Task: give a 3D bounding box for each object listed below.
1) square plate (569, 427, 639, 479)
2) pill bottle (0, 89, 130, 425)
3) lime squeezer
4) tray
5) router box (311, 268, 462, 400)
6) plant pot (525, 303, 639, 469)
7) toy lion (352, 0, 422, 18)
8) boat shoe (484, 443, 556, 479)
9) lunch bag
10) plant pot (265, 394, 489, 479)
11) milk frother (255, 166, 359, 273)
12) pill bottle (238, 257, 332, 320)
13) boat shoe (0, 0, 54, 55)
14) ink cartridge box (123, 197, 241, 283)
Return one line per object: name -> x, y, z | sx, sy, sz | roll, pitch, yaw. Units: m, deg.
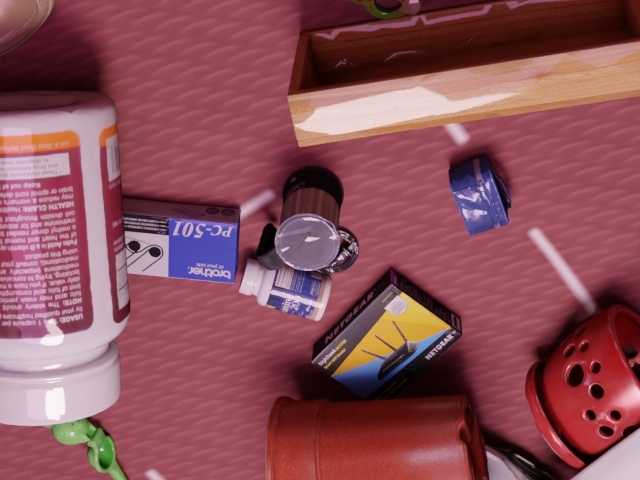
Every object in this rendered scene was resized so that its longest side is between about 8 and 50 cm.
square plate -> 0.513, 0.344, 1.721 | 0.344, 0.049, 0.347 | 13, 138, -26
pill bottle -> -0.358, 0.017, 1.581 | 0.224, 0.224, 0.392 | 0, 104, 4
lime squeezer -> -0.366, 0.321, 1.901 | 0.310, 0.059, 0.110 | 40, 114, -18
tray -> 0.175, -0.211, 1.476 | 0.410, 0.203, 0.076 | -9, 120, 9
router box -> 0.093, 0.143, 1.774 | 0.133, 0.046, 0.179 | 35, 117, -16
plant pot -> 0.387, 0.207, 1.713 | 0.174, 0.191, 0.191 | -34, 112, 27
toy lion -> 0.066, -0.315, 1.525 | 0.096, 0.034, 0.100 | -13, 119, 19
boat shoe -> 0.277, 0.351, 1.868 | 0.219, 0.070, 0.078 | 36, 121, -18
lunch bag -> 0.214, -0.057, 1.639 | 0.065, 0.067, 0.098 | -19, 118, 14
plant pot -> 0.091, 0.330, 1.727 | 0.265, 0.272, 0.273 | -11, 119, 12
milk frother -> 0.000, 0.000, 1.647 | 0.143, 0.135, 0.129 | 30, 118, -13
pill bottle -> -0.049, 0.065, 1.726 | 0.120, 0.067, 0.067 | 16, 119, -5
boat shoe -> -0.471, -0.250, 1.555 | 0.302, 0.098, 0.109 | -19, 117, 14
ink cartridge box -> -0.215, -0.002, 1.711 | 0.207, 0.046, 0.097 | 6, 120, 1
